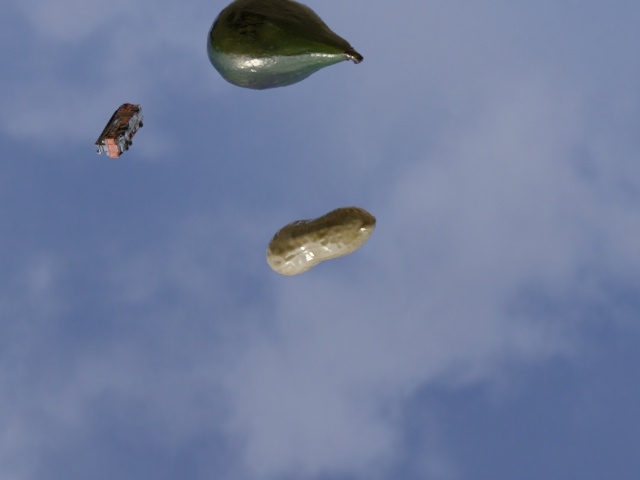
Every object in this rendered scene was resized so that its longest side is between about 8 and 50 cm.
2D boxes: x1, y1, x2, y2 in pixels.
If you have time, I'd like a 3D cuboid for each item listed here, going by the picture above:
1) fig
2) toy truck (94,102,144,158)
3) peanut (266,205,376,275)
[{"bbox_3d":[-0.033,-0.218,1.690,0.177,0.117,0.117,0,-144,25],"label":"fig"},{"bbox_3d":[-0.192,-0.109,1.497,0.032,0.024,0.083,-2,-146,18],"label":"toy truck"},{"bbox_3d":[0.000,0.000,1.051,0.083,0.037,0.037,-15,-145,22],"label":"peanut"}]
